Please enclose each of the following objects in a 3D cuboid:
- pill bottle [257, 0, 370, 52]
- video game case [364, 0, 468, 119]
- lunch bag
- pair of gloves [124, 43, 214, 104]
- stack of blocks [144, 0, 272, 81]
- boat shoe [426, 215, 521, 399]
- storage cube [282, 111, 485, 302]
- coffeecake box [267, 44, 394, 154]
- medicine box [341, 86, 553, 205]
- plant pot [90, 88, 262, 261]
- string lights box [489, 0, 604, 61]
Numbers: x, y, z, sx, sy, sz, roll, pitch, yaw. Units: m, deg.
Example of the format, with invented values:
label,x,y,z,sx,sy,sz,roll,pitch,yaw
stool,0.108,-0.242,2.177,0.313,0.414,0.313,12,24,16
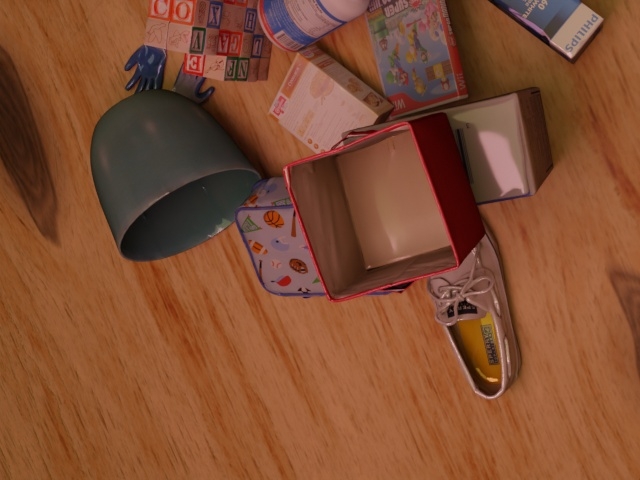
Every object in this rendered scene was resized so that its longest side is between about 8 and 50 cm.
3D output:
label,x,y,z,sx,sy,sz,roll,pitch,yaw
pill bottle,0.006,-0.417,1.311,0.222,0.124,0.124,-18,94,42
video game case,0.145,-0.358,1.288,0.204,0.025,0.285,-3,103,62
lunch bag,0.000,0.000,1.411,0.303,0.115,0.243,-1,127,28
pair of gloves,-0.302,-0.327,1.543,0.198,0.023,0.159,36,112,12
stack of blocks,-0.181,-0.367,1.334,0.087,0.297,0.171,15,106,18
boat shoe,0.248,0.106,1.340,0.136,0.156,0.367,-13,97,24
storage cube,0.092,-0.048,1.031,0.184,0.193,0.215,-18,96,25
coffeecake box,0.015,-0.235,1.391,0.185,0.068,0.142,40,129,9
medicine box,0.214,-0.139,1.228,0.264,0.289,0.149,-10,97,24
plant pot,-0.291,-0.138,1.447,0.293,0.293,0.235,-38,73,24
string lights box,0.318,-0.389,1.216,0.260,0.133,0.076,41,109,10
